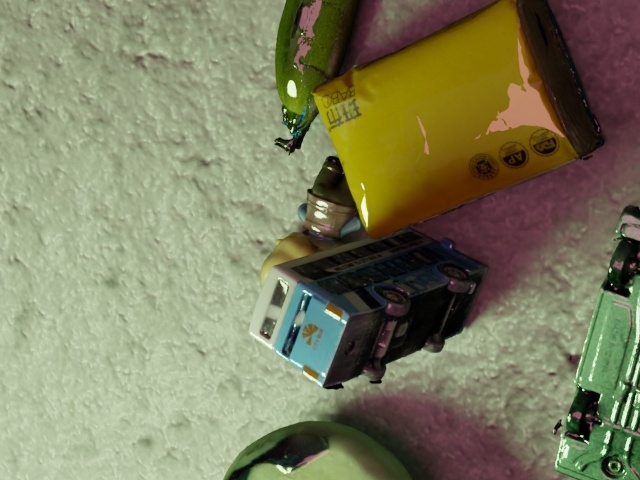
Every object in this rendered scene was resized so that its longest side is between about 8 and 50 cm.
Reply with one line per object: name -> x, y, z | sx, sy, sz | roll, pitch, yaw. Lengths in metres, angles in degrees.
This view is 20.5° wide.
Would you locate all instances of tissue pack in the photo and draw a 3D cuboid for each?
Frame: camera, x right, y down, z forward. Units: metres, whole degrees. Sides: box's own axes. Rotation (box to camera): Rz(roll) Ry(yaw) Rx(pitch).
tissue pack -> 0.146, -0.133, 1.918 | 0.271, 0.134, 0.192 | -23, 90, 29

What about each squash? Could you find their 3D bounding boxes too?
squash -> 0.002, -0.255, 1.991 | 0.087, 0.087, 0.331 | 24, 113, 20

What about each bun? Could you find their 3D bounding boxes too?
bun -> 0.009, 0.353, 2.093 | 0.283, 0.179, 0.283 | -5, 79, 26

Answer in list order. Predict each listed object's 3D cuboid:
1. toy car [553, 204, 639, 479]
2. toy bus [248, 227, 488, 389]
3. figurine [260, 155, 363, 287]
toy car -> 0.348, 0.123, 1.899 | 0.141, 0.097, 0.320 | 20, 111, 22
toy bus -> 0.059, 0.068, 1.922 | 0.131, 0.297, 0.106 | 30, 114, 24
figurine -> 0.000, 0.000, 2.056 | 0.114, 0.108, 0.196 | 19, 93, 11
